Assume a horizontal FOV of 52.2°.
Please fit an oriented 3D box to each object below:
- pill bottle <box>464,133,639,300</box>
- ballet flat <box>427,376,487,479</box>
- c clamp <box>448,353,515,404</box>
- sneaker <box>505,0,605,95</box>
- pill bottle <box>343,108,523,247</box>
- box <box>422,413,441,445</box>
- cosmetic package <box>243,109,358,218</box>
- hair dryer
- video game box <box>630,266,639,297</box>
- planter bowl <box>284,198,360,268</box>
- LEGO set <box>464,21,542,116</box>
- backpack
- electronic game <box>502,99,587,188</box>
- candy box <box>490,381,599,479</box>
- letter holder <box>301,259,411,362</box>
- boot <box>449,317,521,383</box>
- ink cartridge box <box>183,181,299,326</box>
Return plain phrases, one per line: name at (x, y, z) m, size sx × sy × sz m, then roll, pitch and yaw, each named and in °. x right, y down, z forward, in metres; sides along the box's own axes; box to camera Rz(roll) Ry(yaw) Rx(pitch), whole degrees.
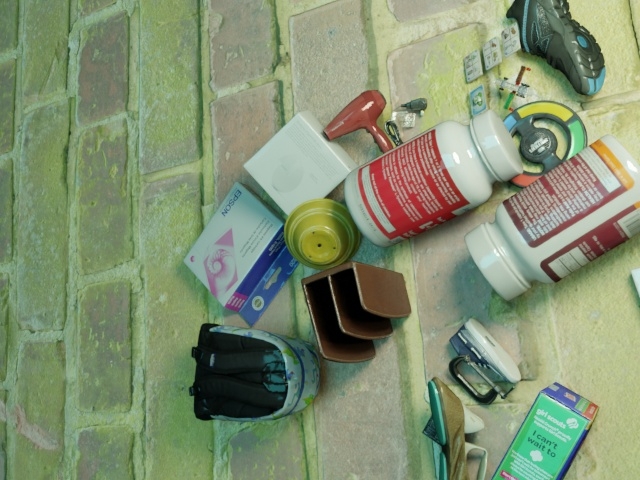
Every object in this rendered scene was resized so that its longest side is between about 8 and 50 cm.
pill bottle at (0.544, -0.041, 1.485) m, size 0.392 × 0.224 × 0.224 m, roll -35°, pitch 66°, yaw 20°
ballet flat at (0.337, 0.493, 1.573) m, size 0.124 × 0.116 × 0.342 m, roll -6°, pitch 86°, yaw -3°
c clamp at (0.386, 0.335, 1.591) m, size 0.161 × 0.022 × 0.137 m, roll 42°, pitch 141°, yaw 23°
sneaker at (0.584, -0.489, 1.621) m, size 0.140 × 0.125 × 0.340 m, roll -39°, pitch 62°, yaw 45°
pill bottle at (0.281, -0.156, 1.641) m, size 0.408 × 0.229 × 0.228 m, roll -26°, pitch 69°, yaw 29°
box at (0.308, 0.481, 1.650) m, size 0.083 × 0.018 × 0.067 m, roll 30°, pitch 97°, yaw 31°
cosmetic package at (-0.052, -0.214, 1.865) m, size 0.225 × 0.138 × 0.224 m, roll -40°, pitch 93°, yaw 20°
hair dryer at (0.153, -0.301, 1.776) m, size 0.294 × 0.080 × 0.223 m, roll 4°, pitch 81°, yaw 2°
video game box at (0.804, 0.123, 1.408) m, size 0.205 × 0.048 × 0.187 m, roll -21°, pitch 74°, yaw 26°
planter bowl at (0.000, 0.000, 1.806) m, size 0.217 × 0.090 × 0.217 m, roll 2°, pitch 112°, yaw 5°
LEGO set at (0.463, -0.405, 1.677) m, size 0.182 × 0.060 × 0.244 m, roll -28°, pitch 59°, yaw 51°
backpack at (-0.173, 0.374, 1.836) m, size 0.356 × 0.274 × 0.289 m, roll -14°, pitch 71°, yaw 50°
electronic game at (0.541, -0.237, 1.622) m, size 0.229 × 0.048 × 0.229 m, roll -6°, pitch 79°, yaw 29°
candy box at (0.471, 0.476, 1.411) m, size 0.122 × 0.268 × 0.317 m, roll 28°, pitch 96°, yaw 27°
letter holder at (0.111, 0.189, 1.651) m, size 0.152 × 0.302 × 0.214 m, roll -22°, pitch 71°, yaw 25°
boot at (0.404, 0.289, 1.609) m, size 0.086 × 0.069 × 0.190 m, roll -52°, pitch 57°, yaw 27°
ink cartridge box at (-0.236, 0.039, 2.018) m, size 0.330 × 0.071 × 0.324 m, roll 42°, pitch 102°, yaw 30°
